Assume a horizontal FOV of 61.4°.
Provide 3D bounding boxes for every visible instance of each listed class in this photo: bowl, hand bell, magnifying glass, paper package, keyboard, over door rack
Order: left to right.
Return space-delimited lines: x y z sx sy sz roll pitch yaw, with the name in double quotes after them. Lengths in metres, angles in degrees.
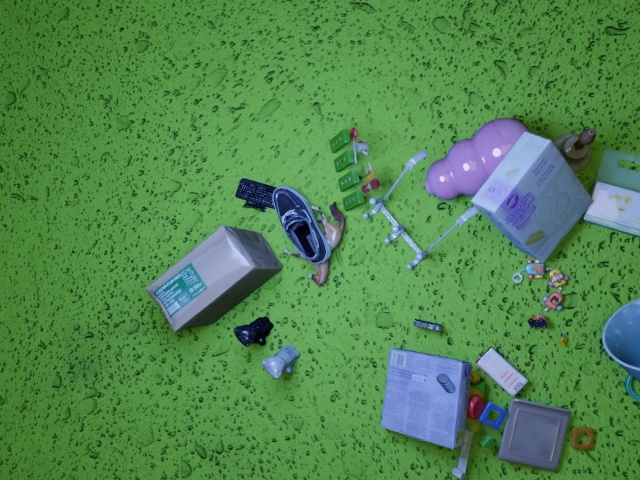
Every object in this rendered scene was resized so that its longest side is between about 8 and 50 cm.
-0.322 0.116 1.695 0.325 0.309 0.168 -38 79 8 "paper package"
-0.201 -0.145 1.829 0.192 0.038 0.100 17 89 13 "keyboard"
0.271 -0.074 1.601 0.108 0.324 0.239 -32 78 -36 "over door rack"
0.744 -0.276 1.537 0.126 0.242 0.126 -1 85 11 "hand bell"
0.985 0.375 1.549 0.231 0.026 0.092 -39 79 6 "magnifying glass"
0.951 0.295 1.447 0.312 0.311 0.163 -30 109 8 "bowl"

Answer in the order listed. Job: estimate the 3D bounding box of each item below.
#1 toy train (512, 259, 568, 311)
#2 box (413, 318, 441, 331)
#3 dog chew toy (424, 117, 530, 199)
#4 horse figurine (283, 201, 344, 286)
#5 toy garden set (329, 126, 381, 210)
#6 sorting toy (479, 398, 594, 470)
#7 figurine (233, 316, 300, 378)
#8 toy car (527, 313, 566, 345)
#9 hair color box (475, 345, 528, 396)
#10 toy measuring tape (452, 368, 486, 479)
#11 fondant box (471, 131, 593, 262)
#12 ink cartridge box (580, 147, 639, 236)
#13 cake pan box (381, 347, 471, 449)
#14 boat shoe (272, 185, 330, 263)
0.673 0.131 1.621 0.166 0.046 0.125 38 94 12 "toy train"
0.331 0.262 1.671 0.083 0.067 0.018 11 88 12 "box"
0.473 -0.226 1.620 0.332 0.207 0.206 -25 81 17 "dog chew toy"
0.000 0.000 1.762 0.174 0.066 0.263 36 96 19 "horse figurine"
0.116 -0.236 1.706 0.049 0.204 0.244 -9 83 -25 "toy garden set"
0.626 0.568 1.586 0.348 0.047 0.195 13 95 -3 "sorting toy"
-0.171 0.341 1.697 0.092 0.209 0.215 -45 79 5 "figurine"
0.684 0.267 1.624 0.122 0.060 0.040 46 51 -5 "toy car"
0.547 0.395 1.628 0.141 0.043 0.072 43 95 13 "hair color box"
0.415 0.544 1.604 0.121 0.121 0.330 13 88 12 "toy measuring tape"
0.604 -0.112 1.520 0.238 0.330 0.096 -53 37 4 "fondant box"
0.897 -0.145 1.593 0.171 0.056 0.235 19 92 13 "ink cartridge box"
0.305 0.460 1.600 0.267 0.070 0.245 0 79 43 "cake pan box"
-0.077 -0.057 1.714 0.108 0.102 0.301 -35 70 17 "boat shoe"
